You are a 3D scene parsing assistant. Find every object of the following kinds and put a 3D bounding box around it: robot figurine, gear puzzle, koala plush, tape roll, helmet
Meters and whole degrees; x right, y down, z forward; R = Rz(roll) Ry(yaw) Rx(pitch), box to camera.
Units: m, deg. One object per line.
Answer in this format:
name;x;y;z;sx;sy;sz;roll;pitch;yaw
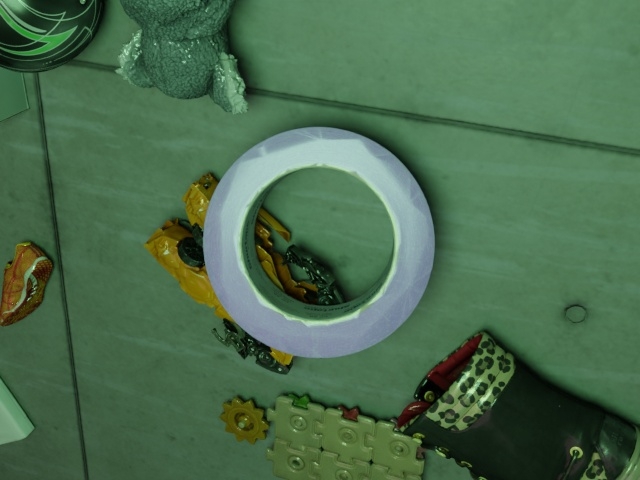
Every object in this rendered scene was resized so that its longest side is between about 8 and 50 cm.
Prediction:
robot figurine;-0.093;0.052;1.042;0.291;0.085;0.211;43;123;-4
gear puzzle;0.000;0.318;1.174;0.339;0.044;0.175;11;116;15
koala plush;-0.160;-0.255;0.858;0.196;0.203;0.221;17;133;11
tape roll;0.000;0.000;0.918;0.274;0.090;0.275;1;97;6
helmet;-0.354;-0.288;0.913;0.161;0.169;0.169;30;129;-35

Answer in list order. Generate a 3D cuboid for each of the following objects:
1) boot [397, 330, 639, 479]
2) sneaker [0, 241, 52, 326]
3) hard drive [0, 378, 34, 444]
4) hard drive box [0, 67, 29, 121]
boot;0.229;0.320;1.032;0.284;0.138;0.377;36;119;-2
sneaker;-0.488;0.072;1.220;0.067;0.064;0.175;45;119;17
hard drive;-0.690;0.254;1.391;0.203;0.040;0.307;-18;109;27
hard drive box;-0.517;-0.285;1.017;0.181;0.089;0.232;10;119;16
